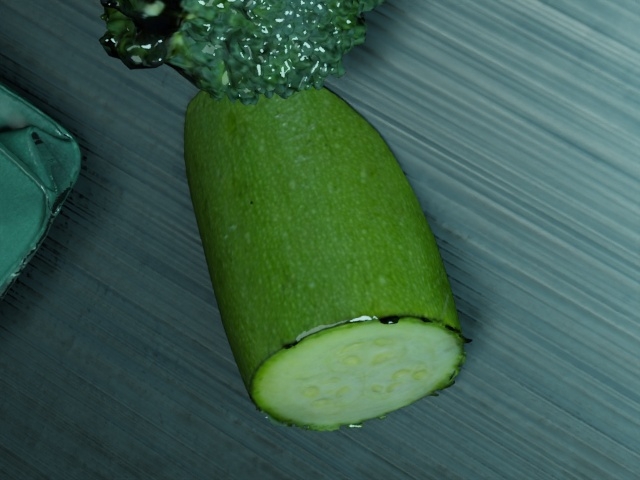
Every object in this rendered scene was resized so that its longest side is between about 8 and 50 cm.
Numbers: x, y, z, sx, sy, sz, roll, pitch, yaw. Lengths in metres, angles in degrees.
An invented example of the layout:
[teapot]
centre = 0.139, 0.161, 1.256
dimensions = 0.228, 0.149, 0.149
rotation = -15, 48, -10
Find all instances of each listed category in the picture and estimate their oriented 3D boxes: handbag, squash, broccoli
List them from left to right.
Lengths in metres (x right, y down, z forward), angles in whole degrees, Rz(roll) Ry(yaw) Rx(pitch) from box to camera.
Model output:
[handbag]
centre = -0.364, -0.055, 1.284
dimensions = 0.274, 0.100, 0.269
rotation = 37, 121, -4
[broccoli]
centre = -0.082, -0.237, 1.074
dimensions = 0.243, 0.247, 0.263
rotation = 41, 163, 44
[squash]
centre = 0.000, 0.000, 1.198
dimensions = 0.189, 0.189, 0.260
rotation = -35, 52, 27
